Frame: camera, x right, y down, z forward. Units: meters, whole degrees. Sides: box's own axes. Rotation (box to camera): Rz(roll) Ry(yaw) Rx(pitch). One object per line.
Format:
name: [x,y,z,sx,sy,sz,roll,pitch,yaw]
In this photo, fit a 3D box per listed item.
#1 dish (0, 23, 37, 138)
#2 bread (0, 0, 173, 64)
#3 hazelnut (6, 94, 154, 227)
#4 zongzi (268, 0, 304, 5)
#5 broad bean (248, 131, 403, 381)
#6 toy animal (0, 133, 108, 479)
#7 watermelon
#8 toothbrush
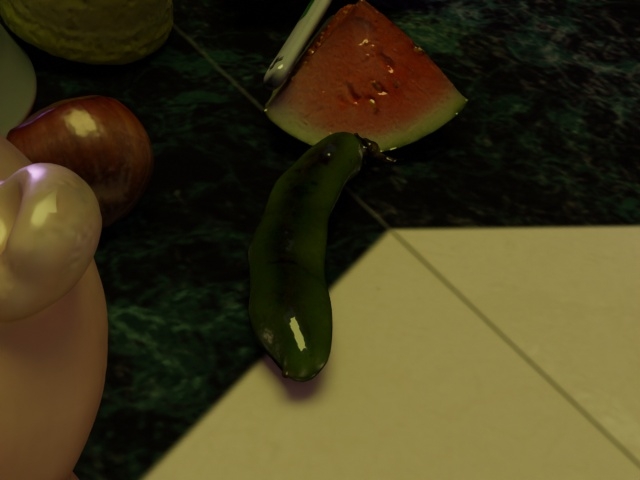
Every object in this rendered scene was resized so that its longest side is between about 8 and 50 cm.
dish: [-0.322,-0.130,0.820,0.260,0.085,0.260,2,38,-2]
bread: [-0.167,-0.191,0.890,0.129,0.114,0.111,7,42,-8]
hazelnut: [-0.141,-0.046,0.740,0.086,0.086,0.086,2,37,-2]
zongzi: [-0.009,-0.259,1.020,0.184,0.084,0.187,-1,42,-23]
broad bean: [-0.005,-0.001,0.715,0.069,0.039,0.227,11,40,9]
toy animal: [-0.174,0.068,0.407,0.278,0.246,0.345,0,31,-45]
watermelon: [0.036,-0.118,0.825,0.135,0.094,0.125,14,38,16]
toothbrush: [0.008,-0.200,0.894,0.030,0.030,0.304,12,44,11]
